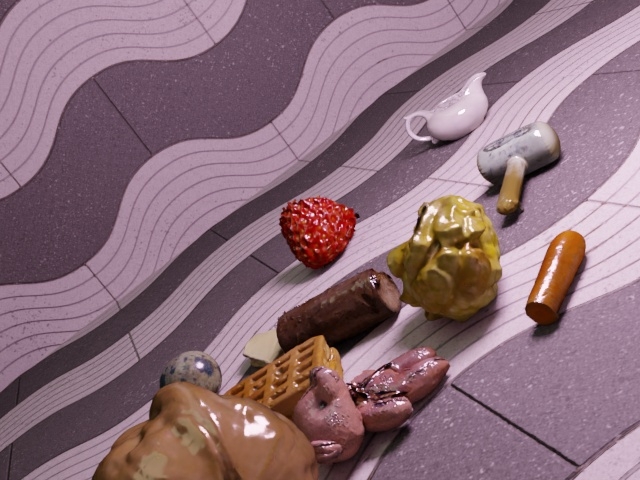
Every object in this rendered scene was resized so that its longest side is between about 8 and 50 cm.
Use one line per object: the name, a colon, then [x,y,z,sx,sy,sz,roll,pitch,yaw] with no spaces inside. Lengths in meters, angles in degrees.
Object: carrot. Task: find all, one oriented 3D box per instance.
carrot: [0.422,0.056,1.553,0.067,0.067,0.225,-21,24,42]

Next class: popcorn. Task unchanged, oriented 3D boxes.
popcorn: [0.250,0.036,1.712,0.252,0.215,0.286,-64,0,29]

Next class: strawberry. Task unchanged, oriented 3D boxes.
strawberry: [0.000,0.000,2.455,0.234,0.234,0.177,-27,47,28]

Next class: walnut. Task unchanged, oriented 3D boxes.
walnut: [-0.180,0.402,1.384,0.384,0.383,0.383,-33,16,11]

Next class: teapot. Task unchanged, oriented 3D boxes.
teapot: [0.409,-0.395,2.717,0.298,0.139,0.204,-32,19,10]

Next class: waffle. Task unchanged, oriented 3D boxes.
waffle: [-0.106,0.340,1.782,0.328,0.098,0.224,-32,15,12]

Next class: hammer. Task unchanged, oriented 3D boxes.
hammer: [0.451,-0.152,2.025,0.202,0.113,0.305,-29,22,32]

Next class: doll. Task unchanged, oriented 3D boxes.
doll: [0.075,0.260,1.543,0.303,0.156,0.201,-35,14,-11]

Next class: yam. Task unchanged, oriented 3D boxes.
yam: [0.034,0.163,1.931,0.280,0.131,0.131,-30,17,24]

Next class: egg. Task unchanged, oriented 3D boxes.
egg: [-0.321,0.346,2.133,0.182,0.141,0.141,-34,14,39]

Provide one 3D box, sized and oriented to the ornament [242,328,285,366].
ornament: [-0.104,0.252,2.102,0.201,0.059,0.180,-32,17,22]
